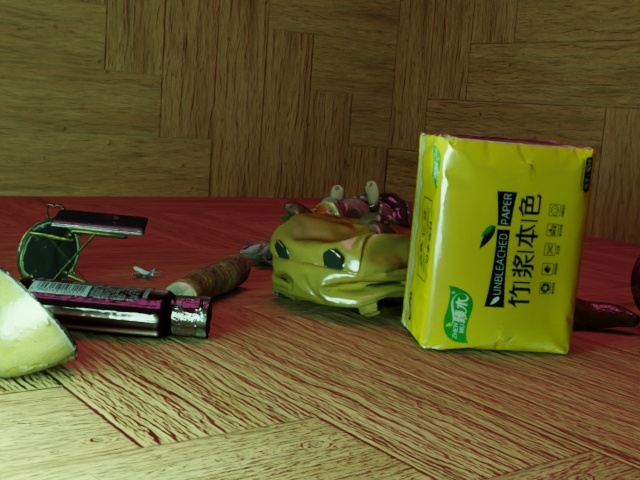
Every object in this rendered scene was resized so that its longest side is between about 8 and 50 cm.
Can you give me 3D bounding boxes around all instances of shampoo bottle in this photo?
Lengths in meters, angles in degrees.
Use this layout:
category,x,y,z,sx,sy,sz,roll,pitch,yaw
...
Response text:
category,x,y,z,sx,sy,sz,roll,pitch,yaw
shampoo bottle,-0.348,0.117,1.520,0.322,0.084,0.129,5,10,-1

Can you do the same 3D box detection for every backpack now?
category,x,y,z,sx,sy,sz,roll,pitch,yaw
backpack,0.081,0.040,1.881,0.353,0.201,0.378,13,11,38

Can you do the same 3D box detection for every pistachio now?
category,x,y,z,sx,sy,sz,roll,pitch,yaw
pistachio,0.000,0.000,2.110,0.157,0.157,0.229,4,-34,1

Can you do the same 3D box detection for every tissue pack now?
category,x,y,z,sx,sy,sz,roll,pitch,yaw
tissue pack,0.314,0.001,1.636,0.293,0.382,0.228,3,11,-10

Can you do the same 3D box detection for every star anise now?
category,x,y,z,sx,sy,sz,roll,pitch,yaw
star anise,-0.117,0.034,2.308,0.195,0.065,0.182,-2,4,-12

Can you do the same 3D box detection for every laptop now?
category,x,y,z,sx,sy,sz,roll,pitch,yaw
laptop,-0.437,-0.038,1.788,0.180,0.016,0.129,5,12,-9

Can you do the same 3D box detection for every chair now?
category,x,y,z,sx,sy,sz,roll,pitch,yaw
chair,-0.538,0.028,1.819,0.325,0.160,0.170,17,13,40

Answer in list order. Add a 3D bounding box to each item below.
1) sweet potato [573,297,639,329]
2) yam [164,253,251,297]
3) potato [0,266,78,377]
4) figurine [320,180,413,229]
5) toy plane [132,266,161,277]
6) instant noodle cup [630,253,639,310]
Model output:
category,x,y,z,sx,sy,sz,roll,pitch,yaw
sweet potato,0.509,0.147,1.822,0.273,0.075,0.075,7,8,-4
yam,-0.226,0.087,1.826,0.081,0.081,0.356,6,9,11
potato,-0.438,0.131,1.243,0.202,0.182,0.117,30,59,32
figurine,0.121,-0.041,2.350,0.248,0.203,0.380,-3,-9,21
toy plane,-0.396,0.072,2.016,0.084,0.024,0.077,3,6,44
instant noodle cup,0.761,0.089,1.815,0.251,0.251,0.190,3,-1,-7
